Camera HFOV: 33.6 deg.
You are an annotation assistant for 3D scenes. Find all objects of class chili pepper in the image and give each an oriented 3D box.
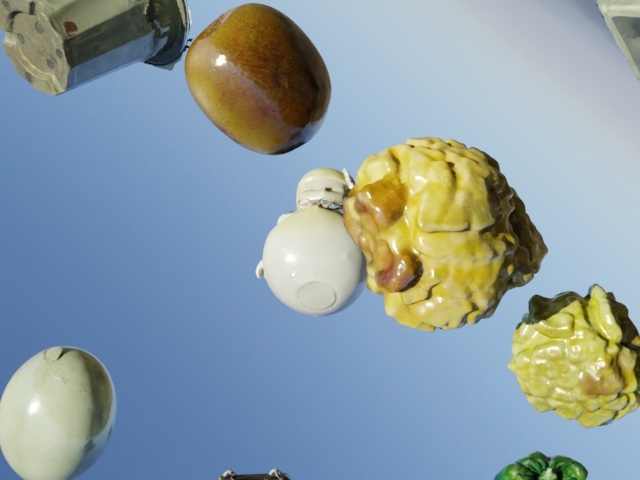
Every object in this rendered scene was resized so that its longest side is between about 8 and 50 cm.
[{"bbox_3d":[0.352,0.532,1.855,0.167,0.385,0.213,11,-145,11],"label":"chili pepper"}]

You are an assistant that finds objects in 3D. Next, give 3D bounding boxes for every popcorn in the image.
[{"bbox_3d":[0.184,-0.003,1.473,0.332,0.265,0.225,12,172,-38],"label":"popcorn"},{"bbox_3d":[0.407,0.173,1.619,0.181,0.217,0.235,-48,-60,-49],"label":"popcorn"}]

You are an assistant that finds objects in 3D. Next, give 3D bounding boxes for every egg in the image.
[{"bbox_3d":[-0.428,0.287,1.724,0.186,0.253,0.186,14,-158,-6],"label":"egg"}]

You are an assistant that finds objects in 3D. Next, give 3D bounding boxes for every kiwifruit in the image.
[{"bbox_3d":[-0.087,-0.235,1.588,0.234,0.196,0.196,53,-170,-29],"label":"kiwifruit"}]

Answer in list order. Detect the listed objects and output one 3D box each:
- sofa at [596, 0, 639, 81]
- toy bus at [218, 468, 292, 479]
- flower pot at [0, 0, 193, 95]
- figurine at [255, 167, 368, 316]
[{"bbox_3d":[0.569,-0.357,1.625,0.225,0.176,0.210,14,155,51],"label":"sofa"},{"bbox_3d":[-0.136,0.529,2.227,0.162,0.074,0.069,4,-161,-27],"label":"toy bus"},{"bbox_3d":[-0.401,-0.385,1.842,0.290,0.290,0.259,43,-128,10],"label":"flower pot"},{"bbox_3d":[0.000,0.000,2.040,0.226,0.274,0.394,0,-142,2],"label":"figurine"}]
